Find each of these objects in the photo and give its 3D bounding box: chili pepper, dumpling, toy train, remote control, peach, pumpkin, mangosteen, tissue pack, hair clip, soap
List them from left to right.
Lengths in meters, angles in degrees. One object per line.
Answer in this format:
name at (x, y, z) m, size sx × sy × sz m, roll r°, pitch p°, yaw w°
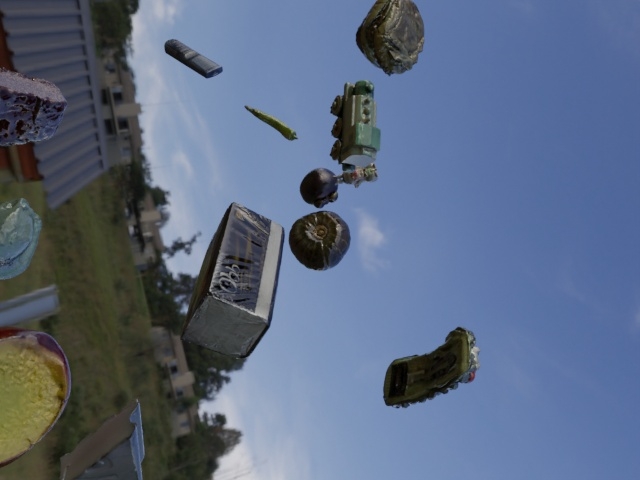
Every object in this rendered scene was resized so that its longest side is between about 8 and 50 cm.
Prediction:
peach at (-0.617, 0.276, 1.197) m, size 0.245 × 0.275 × 0.248 m, roll 34°, pitch -21°, yaw 36°
dumpling at (-0.694, 0.011, 1.372) m, size 0.105 × 0.217 × 0.149 m, roll -16°, pitch -67°, yaw 52°
soap at (-0.661, 0.618, 1.876) m, size 0.159 × 0.258 × 0.302 m, roll -105°, pitch -161°, yaw -57°
remote control at (-0.266, -0.374, 1.300) m, size 0.153 × 0.044 × 0.027 m, roll 36°, pitch -44°, yaw 25°
tissue pack at (-0.218, 0.101, 1.688) m, size 0.369 × 0.198 × 0.210 m, roll -84°, pitch -160°, yaw -49°
chili pepper at (-0.159, -0.394, 2.122) m, size 0.208 × 0.049 × 0.043 m, roll 32°, pitch -37°, yaw 2°
pumpkin at (0.000, 0.000, 2.171) m, size 0.218 × 0.219 × 0.162 m, roll 61°, pitch -5°, yaw 34°
mangosteen at (0.001, -0.188, 2.320) m, size 0.152 × 0.153 × 0.152 m, roll 40°, pitch -44°, yaw 54°
toy train at (0.075, -0.241, 1.312) m, size 0.125 × 0.081 × 0.193 m, roll 154°, pitch -58°, yaw -62°
hair clip at (0.265, 0.307, 1.463) m, size 0.321 × 0.091 × 0.138 m, roll -42°, pitch -145°, yaw 53°

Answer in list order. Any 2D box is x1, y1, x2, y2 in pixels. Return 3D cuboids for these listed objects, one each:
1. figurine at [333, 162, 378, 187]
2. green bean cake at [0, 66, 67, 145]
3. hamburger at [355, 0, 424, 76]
figurine at (0.116, -0.228, 2.134) m, size 0.098 × 0.146 × 0.081 m, roll 83°, pitch -3°, yaw -69°
green bean cake at (-0.644, -0.279, 1.302) m, size 0.198 × 0.233 × 0.097 m, roll -48°, pitch -112°, yaw 36°
hamburger at (0.178, -0.535, 1.633) m, size 0.130 × 0.206 × 0.183 m, roll 5°, pitch -31°, yaw 41°
